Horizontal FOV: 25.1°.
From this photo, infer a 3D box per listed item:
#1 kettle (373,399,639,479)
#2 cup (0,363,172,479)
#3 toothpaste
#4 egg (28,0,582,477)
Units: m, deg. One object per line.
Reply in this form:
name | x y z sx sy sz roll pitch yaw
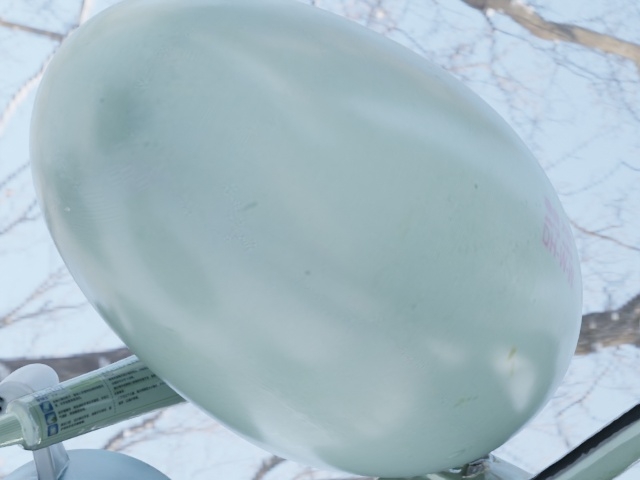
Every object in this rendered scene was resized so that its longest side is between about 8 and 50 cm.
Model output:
kettle | 0.196 0.255 0.852 0.376 0.250 0.361 21 -75 35
cup | -0.159 0.226 0.865 0.167 0.173 0.300 -8 -81 5
toothpaste | -0.117 0.089 0.855 0.029 0.197 0.048 -42 -108 43
egg | 0.000 0.000 0.781 0.230 0.371 0.230 -22 -128 32
